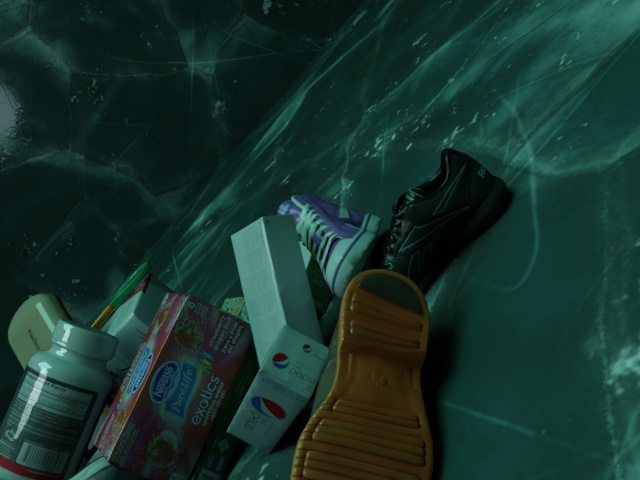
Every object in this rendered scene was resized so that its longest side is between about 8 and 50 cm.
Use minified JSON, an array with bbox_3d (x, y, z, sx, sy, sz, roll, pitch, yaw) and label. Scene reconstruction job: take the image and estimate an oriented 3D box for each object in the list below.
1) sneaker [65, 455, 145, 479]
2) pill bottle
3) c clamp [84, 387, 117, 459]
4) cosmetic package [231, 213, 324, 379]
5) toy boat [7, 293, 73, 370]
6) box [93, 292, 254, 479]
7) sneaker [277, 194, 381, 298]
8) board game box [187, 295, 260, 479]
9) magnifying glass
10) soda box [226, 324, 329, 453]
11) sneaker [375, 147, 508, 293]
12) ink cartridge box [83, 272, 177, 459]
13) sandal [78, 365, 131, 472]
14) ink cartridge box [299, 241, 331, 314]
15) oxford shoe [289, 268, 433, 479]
[{"bbox_3d":[-0.364,0.460,1.130,0.295,0.178,0.124,-15,-47,-51],"label":"sneaker"},{"bbox_3d":[-0.531,0.330,1.421,0.176,0.176,0.319,-1,66,67],"label":"pill bottle"},{"bbox_3d":[-0.489,0.398,1.542,0.161,0.137,0.022,-57,-4,-9],"label":"c clamp"},{"bbox_3d":[-0.058,0.091,1.009,0.060,0.239,0.099,-7,-11,-35],"label":"cosmetic package"},{"bbox_3d":[-0.606,0.230,1.614,0.151,0.151,0.231,-46,61,7],"label":"toy boat"},{"bbox_3d":[-0.217,0.215,1.041,0.128,0.122,0.257,-5,58,63],"label":"box"},{"bbox_3d":[0.000,0.001,1.044,0.282,0.161,0.102,-62,-6,-77],"label":"sneaker"},{"bbox_3d":[-0.163,0.238,1.124,0.213,0.046,0.317,-14,50,63],"label":"board game box"},{"bbox_3d":[-0.499,0.146,1.732,0.231,0.026,0.092,-51,17,-20],"label":"magnifying glass"},{"bbox_3d":[-0.057,0.197,0.897,0.074,0.069,0.216,-62,0,-38],"label":"soda box"},{"bbox_3d":[0.125,-0.007,0.943,0.267,0.106,0.101,-48,19,7],"label":"sneaker"},{"bbox_3d":[-0.501,0.300,1.706,0.385,0.160,0.279,-45,18,9],"label":"ink cartridge box"},{"bbox_3d":[-0.375,0.305,1.432,0.416,0.102,0.169,-54,5,-7],"label":"sandal"},{"bbox_3d":[-0.032,0.077,1.190,0.109,0.062,0.209,-23,41,54],"label":"ink cartridge box"},{"bbox_3d":[0.043,0.206,0.734,0.133,0.130,0.364,107,-178,-48],"label":"oxford shoe"}]
